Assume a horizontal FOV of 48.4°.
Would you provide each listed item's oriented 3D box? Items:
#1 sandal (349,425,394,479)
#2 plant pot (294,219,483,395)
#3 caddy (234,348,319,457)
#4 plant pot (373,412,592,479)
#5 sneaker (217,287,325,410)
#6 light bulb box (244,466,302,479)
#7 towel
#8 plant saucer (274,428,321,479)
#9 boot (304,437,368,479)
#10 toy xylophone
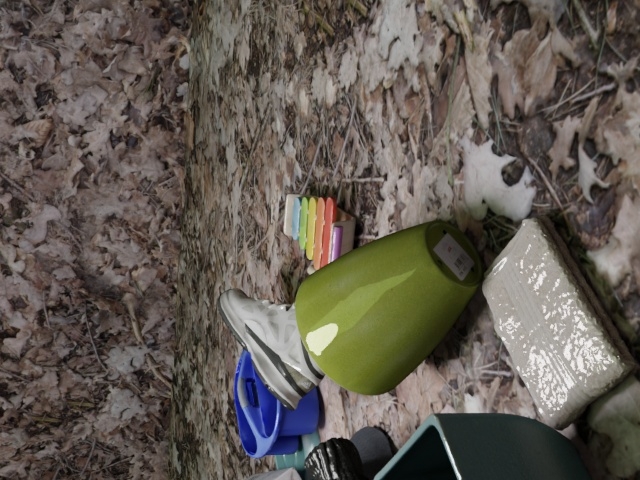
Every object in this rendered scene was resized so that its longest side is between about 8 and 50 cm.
[{"bbox_3d":[0.133,0.498,1.524,0.254,0.097,0.055,48,161,56],"label":"sandal"},{"bbox_3d":[0.147,0.098,1.300,0.293,0.274,0.275,-43,52,39],"label":"plant pot"},{"bbox_3d":[-0.145,0.428,1.952,0.241,0.179,0.341,-54,36,34],"label":"caddy"},{"bbox_3d":[0.261,0.395,1.024,0.248,0.252,0.247,116,143,-45],"label":"plant pot"},{"bbox_3d":[-0.082,0.210,1.822,0.169,0.257,0.447,52,176,-40],"label":"sneaker"},{"bbox_3d":[-0.211,0.812,1.922,0.225,0.357,0.361,58,151,6],"label":"light bulb box"},{"bbox_3d":[0.342,0.118,1.073,0.187,0.049,0.282,114,145,-45],"label":"towel"},{"bbox_3d":[-0.074,0.608,2.042,0.317,0.043,0.318,179,90,-65],"label":"plant saucer"},{"bbox_3d":[0.063,0.588,1.446,0.260,0.131,0.348,54,148,43],"label":"boot"},{"bbox_3d":[0.000,0.000,1.784,0.322,0.081,0.236,-160,70,-65],"label":"toy xylophone"}]
